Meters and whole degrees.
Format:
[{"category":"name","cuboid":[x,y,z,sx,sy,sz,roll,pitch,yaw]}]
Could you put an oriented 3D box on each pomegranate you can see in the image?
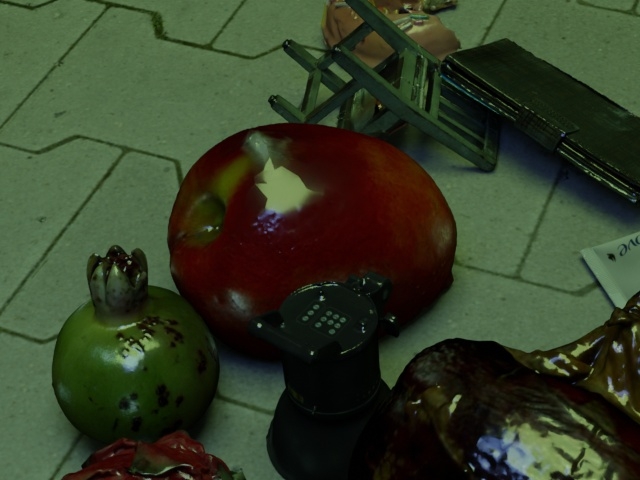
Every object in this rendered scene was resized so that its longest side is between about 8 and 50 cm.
[{"category":"pomegranate","cuboid":[-0.198,0.107,1.437,0.179,0.210,0.179,-14,4,1]}]

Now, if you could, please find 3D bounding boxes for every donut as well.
[{"category":"donut","cuboid":[0.099,-0.322,1.947,0.199,0.085,0.233,-2,42,3]}]

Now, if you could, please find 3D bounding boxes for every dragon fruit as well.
[{"category":"dragon fruit","cuboid":[-0.163,0.304,1.221,0.234,0.233,0.293,23,54,25]}]

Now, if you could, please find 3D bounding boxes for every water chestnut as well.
[{"category":"water chestnut","cuboid":[0.211,0.201,1.229,0.335,0.335,0.347,29,84,29]}]

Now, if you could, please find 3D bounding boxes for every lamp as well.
[{"category":"lamp","cuboid":[0.016,0.124,1.381,0.147,0.227,0.172,27,51,28]}]

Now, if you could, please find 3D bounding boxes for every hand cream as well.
[{"category":"hand cream","cuboid":[0.436,0.010,1.596,0.248,0.083,0.133,-22,44,-6]}]

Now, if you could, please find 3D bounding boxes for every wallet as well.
[{"category":"wallet","cuboid":[0.312,-0.156,1.743,0.317,0.044,0.169,36,37,23]}]

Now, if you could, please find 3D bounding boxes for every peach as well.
[{"category":"peach","cuboid":[0.000,0.000,1.565,0.338,0.281,0.281,10,31,-40]}]

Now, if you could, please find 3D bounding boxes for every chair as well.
[{"category":"chair","cuboid":[0.083,-0.173,1.778,0.270,0.147,0.136,35,41,-24]}]
